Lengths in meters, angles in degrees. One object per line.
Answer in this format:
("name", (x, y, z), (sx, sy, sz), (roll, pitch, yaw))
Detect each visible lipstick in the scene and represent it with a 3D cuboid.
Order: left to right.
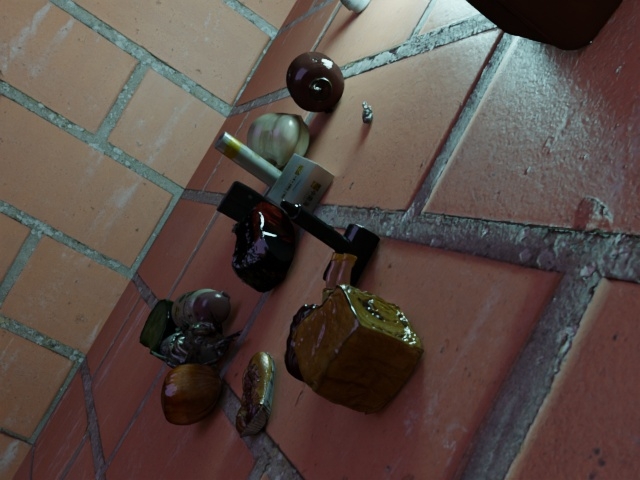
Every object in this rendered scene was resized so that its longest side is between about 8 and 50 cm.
("lipstick", (-0.185, -0.215, 1.973), (0.059, 0.264, 0.059), (-42, 28, 28))

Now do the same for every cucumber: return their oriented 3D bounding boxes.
("cucumber", (-0.458, 0.282, 2.108), (0.191, 0.130, 0.191), (-43, 33, 37))

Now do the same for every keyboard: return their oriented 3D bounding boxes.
("keyboard", (-0.201, -0.090, 1.798), (0.103, 0.041, 0.381), (-58, -22, -1))

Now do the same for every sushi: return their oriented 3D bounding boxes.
("sushi", (-0.143, 0.017, 1.736), (0.126, 0.136, 0.225), (-46, 36, 31))

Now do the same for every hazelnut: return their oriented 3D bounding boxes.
("hazelnut", (-0.306, 0.370, 1.644), (0.150, 0.150, 0.150), (-47, 24, 28))

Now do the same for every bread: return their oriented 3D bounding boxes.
("bread", (0.056, 0.165, 1.071), (0.143, 0.149, 0.158), (-54, 21, 20))

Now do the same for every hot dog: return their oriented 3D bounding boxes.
("hot dog", (-0.135, 0.315, 1.419), (0.108, 0.059, 0.191), (-51, 24, 31))

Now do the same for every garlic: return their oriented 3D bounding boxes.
("garlic", (-0.146, -0.294, 2.116), (0.281, 0.185, 0.203), (8, 87, 66))

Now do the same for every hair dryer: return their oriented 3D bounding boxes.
("hair dryer", (0.000, 0.000, 1.289), (0.070, 0.255, 0.128), (19, 81, 48))

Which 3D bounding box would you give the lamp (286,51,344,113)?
("lamp", (-0.015, -0.482, 2.108), (0.180, 0.180, 0.258), (-52, 23, 16))

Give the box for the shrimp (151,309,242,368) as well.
("shrimp", (-0.330, 0.278, 1.763), (0.172, 0.137, 0.372), (-39, 0, -38))

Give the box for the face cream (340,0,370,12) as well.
("face cream", (0.123, -0.871, 2.414), (0.117, 0.104, 0.117), (-45, 24, 27))

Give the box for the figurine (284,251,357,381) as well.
("figurine", (0.016, 0.142, 1.230), (0.240, 0.116, 0.175), (-63, 22, -14))

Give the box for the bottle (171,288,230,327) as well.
("bottle", (-0.332, 0.196, 1.935), (0.253, 0.120, 0.120), (-17, 46, 62))

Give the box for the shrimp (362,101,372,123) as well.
("shrimp", (0.119, -0.335, 1.775), (0.029, 0.038, 0.092), (-10, 31, 3))

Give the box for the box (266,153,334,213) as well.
("box", (-0.058, -0.147, 1.867), (0.155, 0.067, 0.243), (-59, 21, 2))

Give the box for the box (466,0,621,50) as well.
("box", (0.393, -0.518, 1.136), (0.339, 0.239, 0.229), (-54, 19, 10))

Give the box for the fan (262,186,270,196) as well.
("fan", (-0.207, -0.113, 2.237), (0.226, 0.008, 0.152), (-54, 21, 14))
